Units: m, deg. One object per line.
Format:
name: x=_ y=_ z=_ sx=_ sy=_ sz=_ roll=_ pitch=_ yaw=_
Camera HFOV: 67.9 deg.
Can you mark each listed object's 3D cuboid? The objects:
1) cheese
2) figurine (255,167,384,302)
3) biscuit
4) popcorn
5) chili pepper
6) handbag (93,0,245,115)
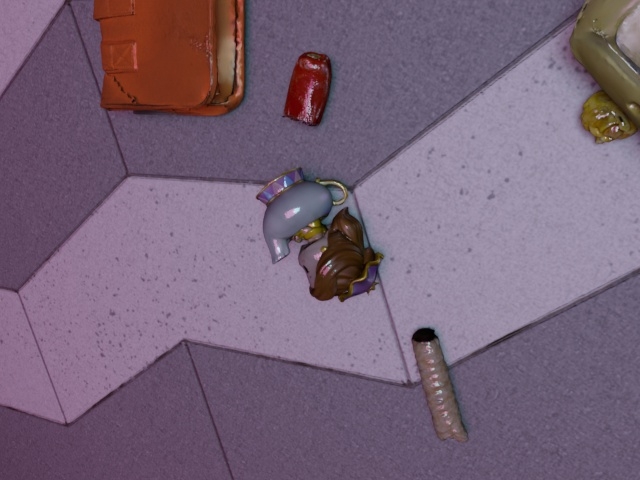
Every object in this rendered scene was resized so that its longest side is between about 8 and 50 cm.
cheese: x=0.498 y=-0.279 z=0.590 sx=0.316 sy=0.128 sz=0.259 roll=-41 pitch=92 yaw=11
figurine: x=0.000 y=0.000 z=0.859 sx=0.189 sy=0.142 sz=0.263 roll=-36 pitch=87 yaw=1
biscuit: x=0.218 y=0.269 z=0.874 sx=0.061 sy=0.055 sz=0.219 roll=-10 pitch=100 yaw=43
popcorn: x=0.427 y=-0.174 z=0.699 sx=0.084 sy=0.084 sz=0.084 roll=5 pitch=103 yaw=21
chili pepper: x=-0.019 y=-0.271 z=0.846 sx=0.070 sy=0.073 sz=0.123 roll=6 pitch=112 yaw=-23
handbag: x=-0.291 y=-0.448 z=0.894 sx=0.304 sy=0.116 sz=0.410 roll=7 pitch=103 yaw=24
